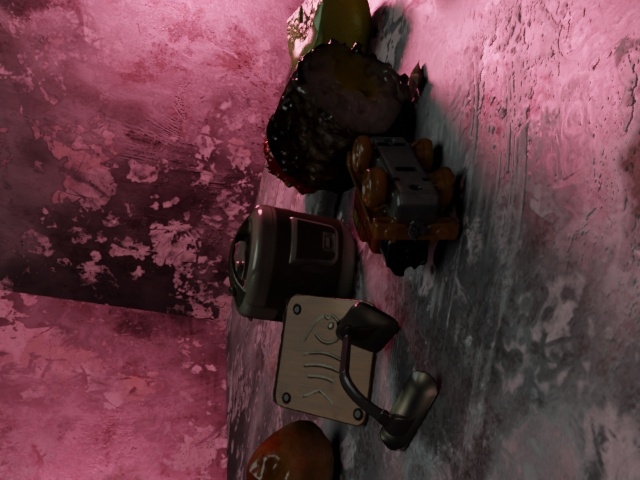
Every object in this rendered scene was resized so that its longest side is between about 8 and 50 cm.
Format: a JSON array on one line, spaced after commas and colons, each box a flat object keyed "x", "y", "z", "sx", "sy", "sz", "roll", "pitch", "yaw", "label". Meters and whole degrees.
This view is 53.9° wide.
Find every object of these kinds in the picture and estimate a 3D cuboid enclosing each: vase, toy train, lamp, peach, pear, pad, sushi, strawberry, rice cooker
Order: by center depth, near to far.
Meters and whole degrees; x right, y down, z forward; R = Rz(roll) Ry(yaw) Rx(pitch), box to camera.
[{"x": 0.122, "y": 0.232, "z": 1.227, "sx": 0.203, "sy": 0.124, "sz": 0.283, "roll": -58, "pitch": 27, "yaw": 34, "label": "lamp"}, {"x": 0.147, "y": -0.081, "z": 1.269, "sx": 0.369, "sy": 0.163, "sz": 0.231, "roll": -103, "pitch": 14, "yaw": -57, "label": "toy train"}, {"x": 0.009, "y": 0.277, "z": 1.508, "sx": 0.286, "sy": 0.018, "sz": 0.284, "roll": 2, "pitch": 80, "yaw": 39, "label": "pad"}, {"x": 0.043, "y": -0.290, "z": 1.522, "sx": 0.294, "sy": 0.299, "sz": 0.281, "roll": -57, "pitch": 8, "yaw": 52, "label": "sushi"}, {"x": -0.063, "y": 0.563, "z": 1.568, "sx": 0.235, "sy": 0.214, "sz": 0.214, "roll": -60, "pitch": 16, "yaw": 3, "label": "peach"}, {"x": -0.092, "y": 0.066, "z": 1.746, "sx": 0.335, "sy": 0.325, "sz": 0.335, "roll": -170, "pitch": 90, "yaw": -76, "label": "rice cooker"}, {"x": 0.027, "y": -0.177, "z": 1.945, "sx": 0.096, "sy": 0.096, "sz": 0.219, "roll": -117, "pitch": 36, "yaw": -67, "label": "vase"}, {"x": 0.037, "y": -0.593, "z": 1.949, "sx": 0.342, "sy": 0.238, "sz": 0.318, "roll": 178, "pitch": 90, "yaw": -70, "label": "pear"}, {"x": -0.050, "y": -0.304, "z": 2.053, "sx": 0.277, "sy": 0.257, "sz": 0.257, "roll": -54, "pitch": 21, "yaw": 13, "label": "strawberry"}]

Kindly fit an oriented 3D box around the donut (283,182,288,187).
[{"x": -0.075, "y": -0.307, "z": 2.380, "sx": 0.226, "sy": 0.114, "sz": 0.226, "roll": -170, "pitch": 90, "yaw": -76, "label": "donut"}]

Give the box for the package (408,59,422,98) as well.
[{"x": 0.218, "y": -0.373, "z": 1.450, "sx": 0.083, "sy": 0.029, "sz": 0.059, "roll": -79, "pitch": 2, "yaw": -46, "label": "package"}]
